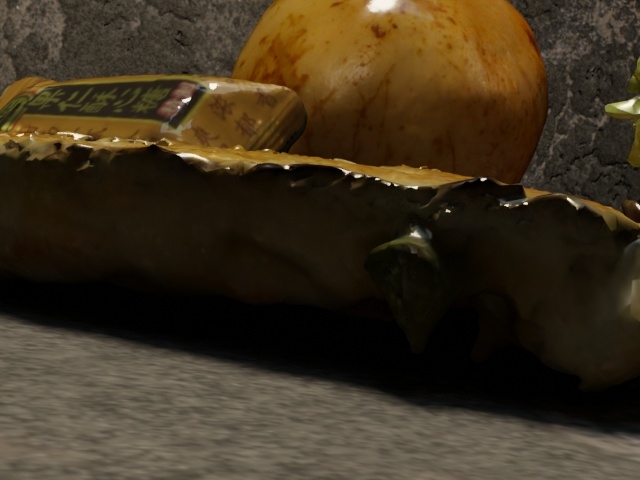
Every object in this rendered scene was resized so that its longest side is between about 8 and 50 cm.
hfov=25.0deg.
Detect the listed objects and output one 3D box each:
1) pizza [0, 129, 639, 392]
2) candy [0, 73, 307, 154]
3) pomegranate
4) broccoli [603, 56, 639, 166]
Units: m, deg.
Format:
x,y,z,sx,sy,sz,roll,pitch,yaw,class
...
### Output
x,y,z,sx,sy,sz,roll,pitch,yaw,class
0.032,0.003,0.652,0.435,0.080,0.392,2,6,-35,pizza
-0.151,-0.059,0.987,0.271,0.101,0.143,9,48,34,candy
0.047,-0.098,1.074,0.248,0.248,0.248,6,4,0,pomegranate
0.250,-0.067,0.595,0.275,0.397,0.353,16,-30,19,broccoli
